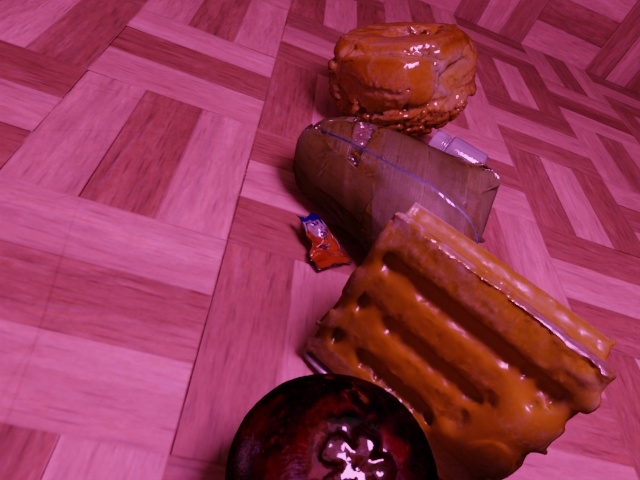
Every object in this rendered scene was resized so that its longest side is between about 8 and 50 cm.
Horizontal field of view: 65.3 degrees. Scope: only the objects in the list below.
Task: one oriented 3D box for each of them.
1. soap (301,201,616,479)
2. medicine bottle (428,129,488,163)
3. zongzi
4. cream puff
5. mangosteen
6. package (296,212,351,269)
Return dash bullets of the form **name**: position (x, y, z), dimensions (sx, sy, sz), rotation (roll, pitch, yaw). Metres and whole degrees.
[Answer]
- **soap**: position (0.148, 0.133, 0.606), dimensions (0.281, 0.259, 0.143), rotation (39, 30, 11)
- **medicine bottle**: position (0.308, -0.194, 1.145), dimensions (0.130, 0.080, 0.080), rotation (34, 42, 8)
- **zongzi**: position (0.088, -0.022, 0.808), dimensions (0.356, 0.174, 0.392), rotation (22, 54, 4)
- **cream puff**: position (0.181, -0.344, 1.101), dimensions (0.328, 0.231, 0.342), rotation (2, 33, 8)
- **mangosteen**: position (0.007, 0.226, 0.473), dimensions (0.210, 0.209, 0.209), rotation (15, 43, -14)
- **package**: position (0.000, 0.001, 0.823), dimensions (0.077, 0.033, 0.110), rotation (-1, 58, -60)
